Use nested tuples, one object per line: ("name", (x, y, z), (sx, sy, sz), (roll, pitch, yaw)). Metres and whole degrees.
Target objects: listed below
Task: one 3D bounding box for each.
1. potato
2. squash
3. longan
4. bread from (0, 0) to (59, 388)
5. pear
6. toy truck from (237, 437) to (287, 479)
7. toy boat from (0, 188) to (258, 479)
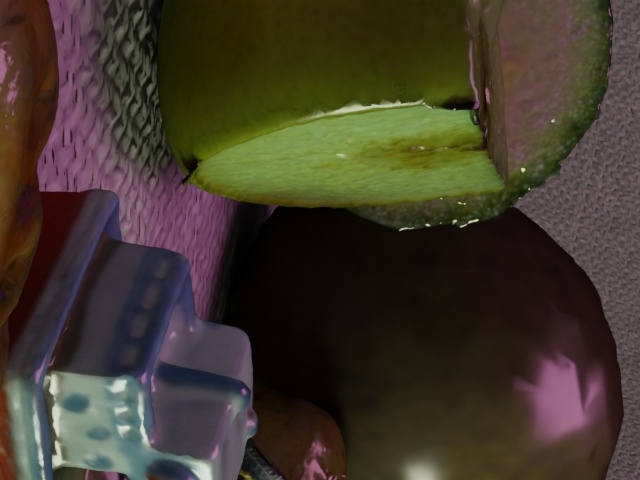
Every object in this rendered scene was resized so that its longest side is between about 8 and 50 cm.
("potato", (-0.059, 0.224, 1.120), (0.137, 0.154, 0.200), (89, 18, -67))
("squash", (0.096, -0.197, 1.219), (0.309, 0.310, 0.310), (-74, 173, -70))
("longan", (0.103, 0.143, 1.341), (0.404, 0.404, 0.436), (-63, 161, -69))
("bread", (-0.134, -0.002, 0.426), (0.128, 0.088, 0.232), (-55, 161, -57))
("pear", (0.015, -0.187, 0.867), (0.342, 0.238, 0.318), (34, 54, -77))
("toy truck", (-0.037, 0.238, 0.953), (0.124, 0.272, 0.157), (-43, -162, -6))
("toy boat", (-0.101, 0.128, 0.677), (0.332, 0.133, 0.145), (94, 8, -47))
